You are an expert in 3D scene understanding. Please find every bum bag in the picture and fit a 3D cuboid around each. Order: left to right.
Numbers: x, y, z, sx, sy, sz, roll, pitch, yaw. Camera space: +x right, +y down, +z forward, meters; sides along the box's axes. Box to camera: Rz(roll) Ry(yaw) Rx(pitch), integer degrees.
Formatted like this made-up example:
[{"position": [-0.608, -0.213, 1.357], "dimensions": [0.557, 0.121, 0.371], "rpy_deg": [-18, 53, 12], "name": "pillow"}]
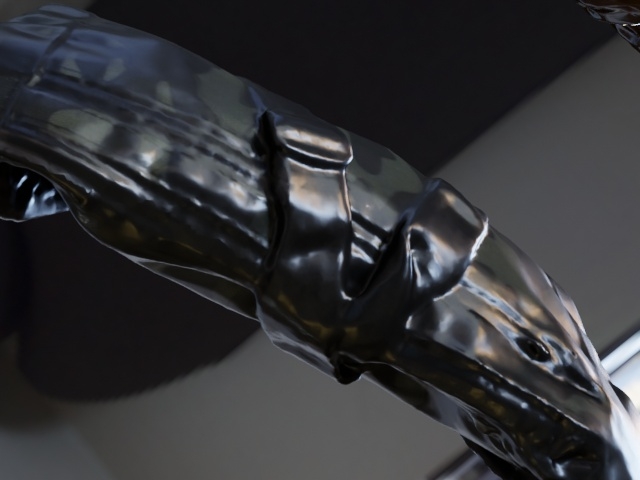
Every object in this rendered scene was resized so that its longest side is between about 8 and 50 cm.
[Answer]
[{"position": [0.000, 0.000, 0.715], "dimensions": [0.095, 0.340, 0.144], "rpy_deg": [-52, -164, 32], "name": "bum bag"}]

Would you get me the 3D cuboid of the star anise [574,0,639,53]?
[{"position": [0.082, -0.103, 0.491], "dimensions": [0.057, 0.168, 0.168], "rpy_deg": [-52, 173, 27], "name": "star anise"}]
